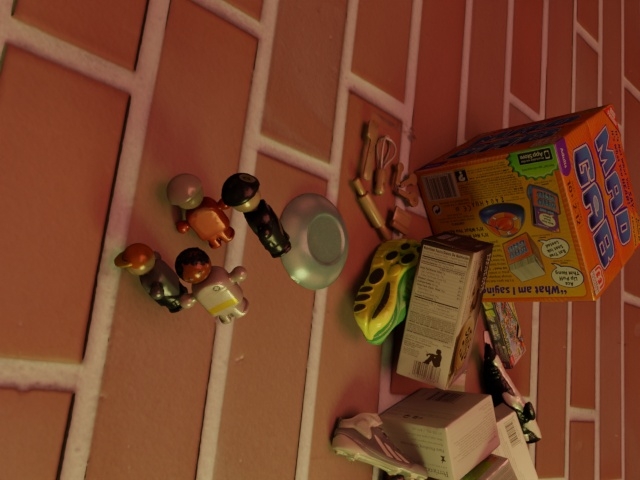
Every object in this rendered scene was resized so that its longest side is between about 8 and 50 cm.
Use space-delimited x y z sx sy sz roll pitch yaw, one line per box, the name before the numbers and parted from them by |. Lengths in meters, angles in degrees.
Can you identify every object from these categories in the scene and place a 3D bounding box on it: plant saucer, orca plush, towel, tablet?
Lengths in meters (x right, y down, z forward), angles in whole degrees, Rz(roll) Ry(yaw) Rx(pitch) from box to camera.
plant saucer | 0.000 0.000 1.220 0.194 0.037 0.195 6 82 -44
orca plush | 0.460 0.412 1.577 0.102 0.151 0.287 -30 112 -9
towel | 0.319 0.382 1.494 0.113 0.023 0.152 14 76 -42
tablet | 0.455 0.282 1.650 0.054 0.006 0.083 0 86 -44

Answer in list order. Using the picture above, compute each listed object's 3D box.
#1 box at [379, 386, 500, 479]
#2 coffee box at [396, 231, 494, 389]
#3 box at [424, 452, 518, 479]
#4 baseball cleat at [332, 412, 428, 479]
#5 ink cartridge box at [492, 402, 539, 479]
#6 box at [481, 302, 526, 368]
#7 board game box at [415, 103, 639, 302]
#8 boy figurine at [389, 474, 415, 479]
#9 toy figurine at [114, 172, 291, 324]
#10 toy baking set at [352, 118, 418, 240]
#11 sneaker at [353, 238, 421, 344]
box | 0.253 0.406 1.316 0.181 0.181 0.119 -16 96 -44
coffee box | 0.268 0.142 1.323 0.168 0.118 0.297 -10 112 -61
box | 0.314 0.520 1.328 0.114 0.203 0.103 -30 100 -27
baseball cleat | 0.127 0.406 1.227 0.205 0.072 0.110 23 62 -10
ink cartridge box | 0.412 0.579 1.526 0.238 0.060 0.275 -27 108 -14
box | 0.496 0.229 1.668 0.114 0.036 0.207 -30 106 -47
board game box | 0.515 -0.083 1.505 0.356 0.356 0.356 -30 106 -42
boy figurine | 0.246 0.593 1.224 0.177 0.285 0.092 15 114 -45
toy figurine | -0.175 0.004 0.929 0.210 0.213 0.148 -56 134 -27
toy baking set | 0.141 -0.131 1.382 0.256 0.030 0.197 55 49 -25
sneaker | 0.150 0.101 1.328 0.295 0.109 0.124 -51 147 -40
